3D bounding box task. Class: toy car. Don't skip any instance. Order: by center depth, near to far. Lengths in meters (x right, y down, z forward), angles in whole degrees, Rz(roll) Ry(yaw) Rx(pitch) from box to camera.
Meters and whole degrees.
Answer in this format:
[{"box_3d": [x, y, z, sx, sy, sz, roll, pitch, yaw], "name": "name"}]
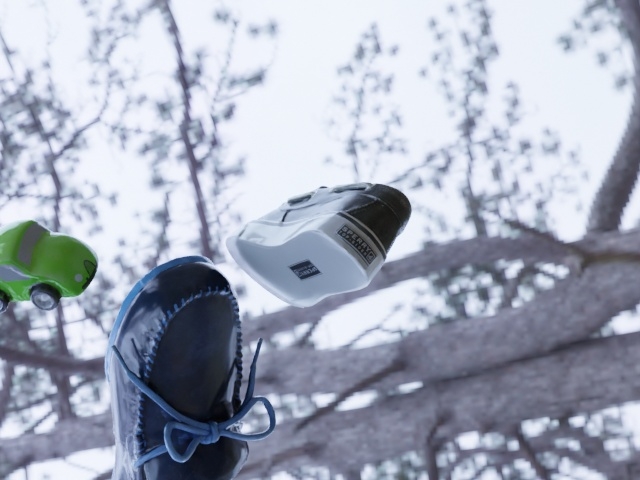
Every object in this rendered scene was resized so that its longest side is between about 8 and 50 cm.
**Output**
[{"box_3d": [-0.276, 0.018, 1.021, 0.239, 0.225, 0.053, -74, -28, -47], "name": "toy car"}]

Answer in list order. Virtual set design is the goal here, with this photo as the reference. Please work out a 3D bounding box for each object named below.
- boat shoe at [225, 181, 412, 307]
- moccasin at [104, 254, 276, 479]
[{"box_3d": [0.000, 0.000, 1.019, 0.078, 0.219, 0.070, 49, -112, -16], "name": "boat shoe"}, {"box_3d": [-0.103, 0.165, 1.146, 0.138, 0.117, 0.342, -18, -44, -24], "name": "moccasin"}]
